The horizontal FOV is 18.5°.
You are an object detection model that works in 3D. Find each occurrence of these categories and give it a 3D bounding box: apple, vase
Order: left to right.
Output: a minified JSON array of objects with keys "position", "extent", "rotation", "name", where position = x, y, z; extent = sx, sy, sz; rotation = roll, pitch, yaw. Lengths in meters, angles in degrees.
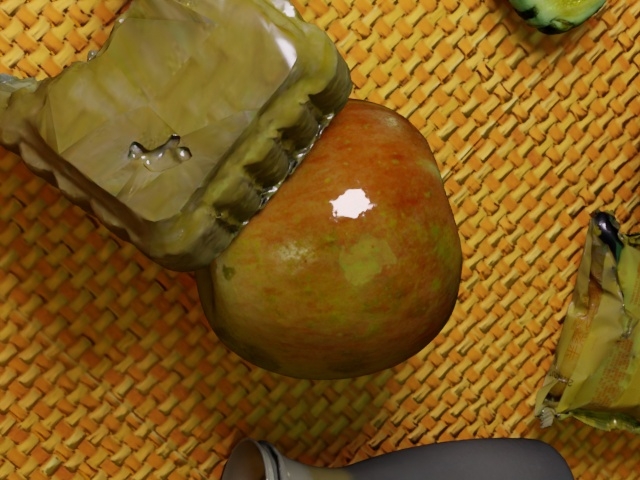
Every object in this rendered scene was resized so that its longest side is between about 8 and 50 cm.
[{"position":[0.000,0.000,1.698],"extent":[0.226,0.246,0.246],"rotation":[-15,116,-5],"name":"apple"},{"position":[0.070,0.260,1.849],"extent":[0.321,0.173,0.173],"rotation":[8,105,-26],"name":"vase"}]

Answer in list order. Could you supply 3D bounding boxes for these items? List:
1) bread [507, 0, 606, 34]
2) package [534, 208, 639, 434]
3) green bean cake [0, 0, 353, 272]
[{"position":[0.208,-0.259,1.770],"extent":[0.130,0.071,0.139],"rotation":[-41,121,-11],"name":"bread"},{"position":[0.302,0.089,1.943],"extent":[0.168,0.090,0.226],"rotation":[13,97,-29],"name":"package"},{"position":[-0.125,-0.123,1.560],"extent":[0.236,0.233,0.124],"rotation":[-51,168,-2],"name":"green bean cake"}]
